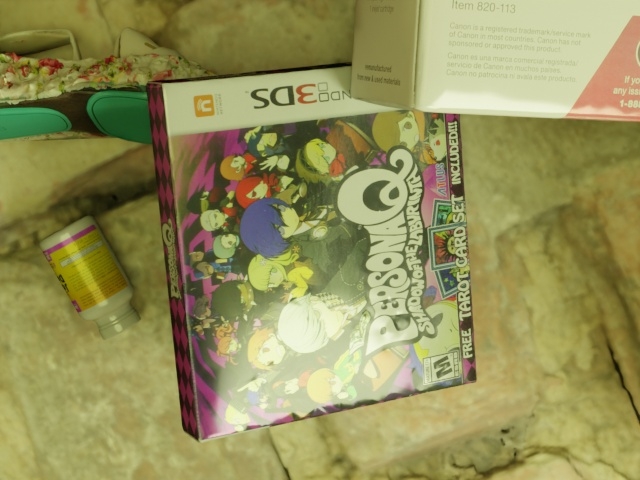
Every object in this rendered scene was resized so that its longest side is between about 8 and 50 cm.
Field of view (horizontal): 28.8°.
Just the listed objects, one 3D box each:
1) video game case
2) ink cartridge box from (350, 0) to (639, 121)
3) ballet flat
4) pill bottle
[{"bbox_3d":[0.000,0.000,0.826,0.210,0.042,0.232,-8,100,-23],"label":"video game case"},{"bbox_3d":[0.139,-0.218,0.758,0.207,0.117,0.283,1,100,-19],"label":"ink cartridge box"},{"bbox_3d":[-0.157,-0.108,0.844,0.241,0.091,0.077,2,70,-2],"label":"ballet flat"},{"bbox_3d":[-0.161,0.027,0.881,0.043,0.043,0.083,-28,97,7],"label":"pill bottle"}]
